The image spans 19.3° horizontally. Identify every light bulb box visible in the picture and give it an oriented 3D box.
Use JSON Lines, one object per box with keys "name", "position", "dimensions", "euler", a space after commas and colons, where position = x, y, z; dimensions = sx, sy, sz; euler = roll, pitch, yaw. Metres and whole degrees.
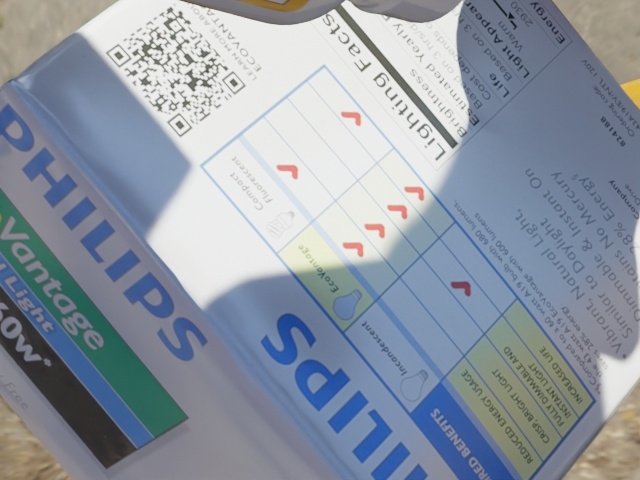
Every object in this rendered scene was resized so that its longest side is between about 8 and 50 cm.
{"name": "light bulb box", "position": [0.000, 0.000, 1.112], "dimensions": [0.358, 0.225, 0.361], "euler": [50, 50, -4]}

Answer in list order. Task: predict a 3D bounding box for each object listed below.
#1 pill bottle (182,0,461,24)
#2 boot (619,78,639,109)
{"name": "pill bottle", "position": [-0.040, -0.143, 0.673], "dimensions": [0.208, 0.117, 0.117], "euler": [11, 82, -28]}
{"name": "boot", "position": [0.133, -0.037, 1.405], "dimensions": [0.211, 0.295, 0.104], "euler": [1, 62, -50]}
